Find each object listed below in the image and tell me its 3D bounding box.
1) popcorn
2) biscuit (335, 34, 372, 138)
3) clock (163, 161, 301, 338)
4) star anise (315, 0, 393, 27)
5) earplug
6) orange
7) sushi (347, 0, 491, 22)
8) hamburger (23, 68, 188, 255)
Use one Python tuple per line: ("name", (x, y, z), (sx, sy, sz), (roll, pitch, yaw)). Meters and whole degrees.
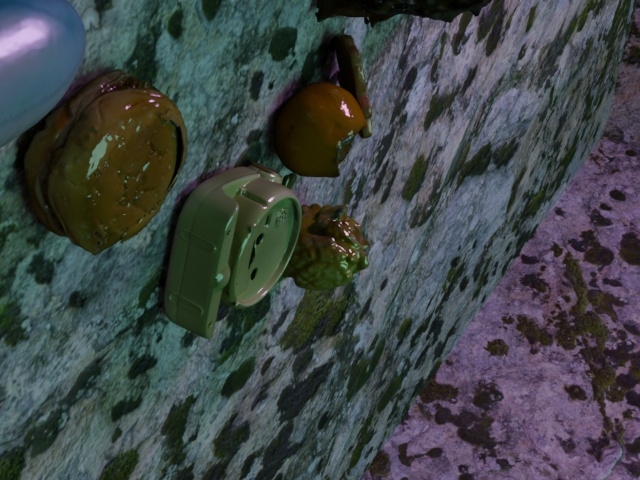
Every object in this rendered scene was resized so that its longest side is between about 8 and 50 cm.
("popcorn", (0.001, 0.008, 1.983), (0.173, 0.174, 0.142), (-55, 140, -25))
("biscuit", (0.055, -0.256, 1.882), (0.027, 0.133, 0.184), (-17, 116, -7))
("clock", (-0.114, -0.004, 1.771), (0.308, 0.096, 0.235), (-35, 143, -55))
("star anise", (0.121, -0.454, 1.785), (0.346, 0.148, 0.237), (-62, -178, -17))
("earplug", (-0.327, -0.152, 1.034), (0.324, 0.185, 0.185), (-49, 154, -52))
("orange", (0.002, -0.170, 1.816), (0.157, 0.134, 0.156), (-32, 140, -31))
("sushi", (0.114, -0.475, 1.514), (0.294, 0.300, 0.281), (79, 27, -62))
("hamburger", (-0.249, -0.096, 1.349), (0.214, 0.108, 0.213), (-45, 152, -32))
